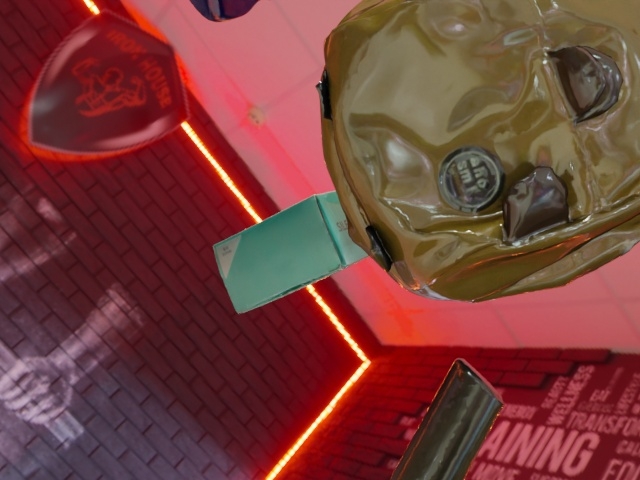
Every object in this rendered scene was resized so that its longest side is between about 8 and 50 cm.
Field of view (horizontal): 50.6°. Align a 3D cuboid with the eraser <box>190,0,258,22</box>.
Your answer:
[{"bbox_3d":[-0.091,-0.381,0.686,0.102,0.155,0.332,50,-14,16],"label":"eraser"}]

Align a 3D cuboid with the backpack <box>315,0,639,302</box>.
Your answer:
[{"bbox_3d":[0.184,-0.125,0.651,0.201,0.377,0.354,170,-103,-83],"label":"backpack"}]

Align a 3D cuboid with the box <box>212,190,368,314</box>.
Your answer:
[{"bbox_3d":[0.000,0.000,1.093,0.205,0.311,0.118,-27,-93,28],"label":"box"}]

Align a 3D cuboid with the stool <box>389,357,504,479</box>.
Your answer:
[{"bbox_3d":[0.156,0.294,0.515,0.310,0.226,0.310,42,6,-15],"label":"stool"}]
